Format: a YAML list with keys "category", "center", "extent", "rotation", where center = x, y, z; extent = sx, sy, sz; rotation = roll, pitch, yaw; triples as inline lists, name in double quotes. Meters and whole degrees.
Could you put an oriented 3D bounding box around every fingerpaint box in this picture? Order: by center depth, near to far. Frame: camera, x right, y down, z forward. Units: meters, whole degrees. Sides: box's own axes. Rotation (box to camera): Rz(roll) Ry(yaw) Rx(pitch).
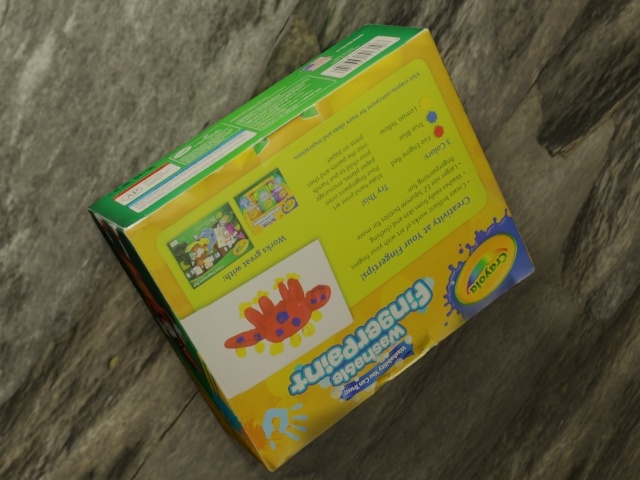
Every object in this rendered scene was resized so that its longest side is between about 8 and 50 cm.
- category: "fingerpaint box"
  center: [0.000, 0.000, 1.532]
  extent: [0.445, 0.163, 0.371]
  rotation: [-36, 115, -16]
